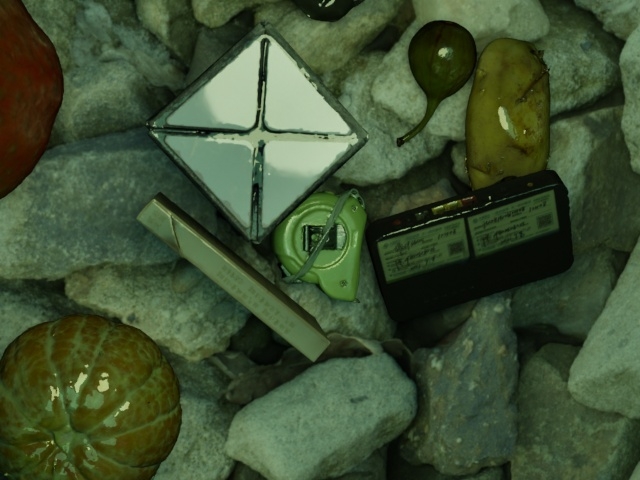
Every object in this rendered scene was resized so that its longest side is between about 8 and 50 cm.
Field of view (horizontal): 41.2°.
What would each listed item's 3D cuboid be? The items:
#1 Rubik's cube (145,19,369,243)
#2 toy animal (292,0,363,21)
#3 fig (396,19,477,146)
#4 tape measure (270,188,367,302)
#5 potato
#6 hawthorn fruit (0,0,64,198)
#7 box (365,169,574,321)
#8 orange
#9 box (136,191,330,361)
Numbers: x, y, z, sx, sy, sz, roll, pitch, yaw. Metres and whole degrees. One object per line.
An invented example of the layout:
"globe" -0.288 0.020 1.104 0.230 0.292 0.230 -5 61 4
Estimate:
"Rubik's cube" -0.106 -0.176 1.383 0.260 0.259 0.255 -44 99 -1
"toy animal" -0.028 -0.468 1.427 0.245 0.114 0.146 35 91 -10
"fig" 0.194 -0.267 1.491 0.124 0.124 0.236 15 109 -9
"tape measure" 0.000 0.000 1.493 0.175 0.106 0.199 9 94 -12
"potato" 0.328 -0.201 1.489 0.140 0.173 0.300 9 99 35
"hawthorn fruit" -0.588 -0.226 1.253 0.403 0.403 0.402 -1 97 -7
"box" 0.265 0.012 1.493 0.350 0.058 0.211 -16 127 2
"orange" -0.393 0.285 1.409 0.330 0.249 0.329 -1 104 -3
"box" -0.147 0.055 1.431 0.365 0.204 0.051 41 90 -10
